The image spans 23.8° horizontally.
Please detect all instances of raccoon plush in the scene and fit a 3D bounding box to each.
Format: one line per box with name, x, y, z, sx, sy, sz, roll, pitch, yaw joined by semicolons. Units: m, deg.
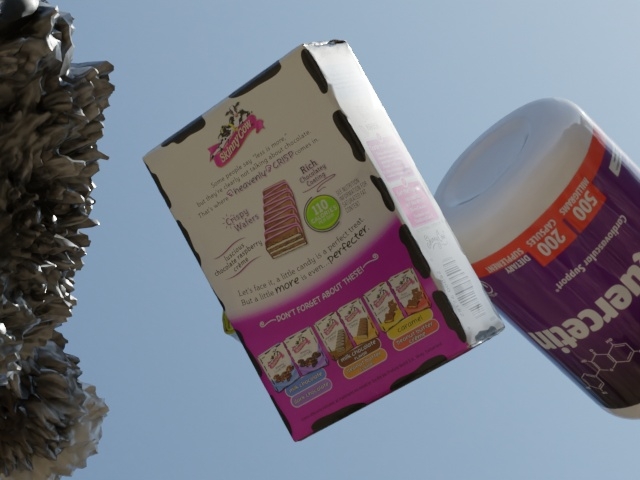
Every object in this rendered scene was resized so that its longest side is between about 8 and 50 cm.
raccoon plush;-0.186;0.073;0.612;0.446;0.216;0.299;59;-149;-44

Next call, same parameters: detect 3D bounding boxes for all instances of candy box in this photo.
candy box;0.000;0.000;1.059;0.233;0.159;0.071;62;-152;5

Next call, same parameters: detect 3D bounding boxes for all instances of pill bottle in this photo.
pill bottle;0.258;0.035;1.361;0.323;0.181;0.181;42;-104;-16

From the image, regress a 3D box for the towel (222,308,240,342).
towel;-0.054;0.044;1.286;0.021;0.237;0.102;9;-100;7
